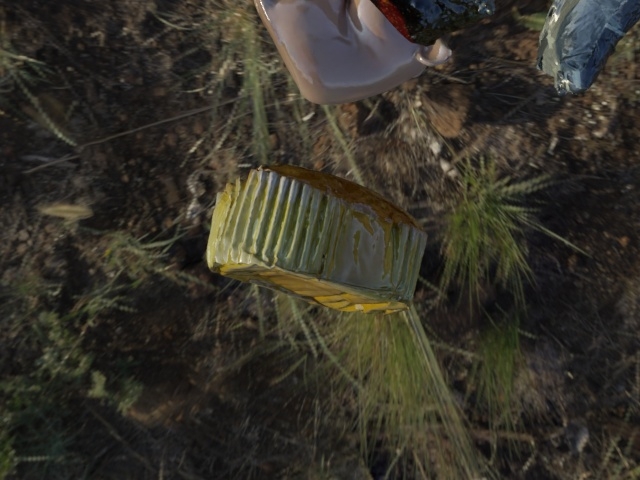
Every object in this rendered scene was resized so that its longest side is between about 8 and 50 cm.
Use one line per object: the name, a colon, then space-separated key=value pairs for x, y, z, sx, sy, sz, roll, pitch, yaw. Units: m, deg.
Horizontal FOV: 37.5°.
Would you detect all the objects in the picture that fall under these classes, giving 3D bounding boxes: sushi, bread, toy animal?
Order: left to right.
bread: x=0.000 y=0.000 z=1.058 sx=0.250 sy=0.179 sz=0.133 roll=17 pitch=80 yaw=-27
toy animal: x=0.046 y=-0.325 z=1.472 sx=0.256 sy=0.195 sz=0.212 roll=-17 pitch=97 yaw=0
sushi: x=0.103 y=-0.328 z=1.041 sx=0.126 sy=0.136 sz=0.225 roll=-24 pitch=130 yaw=33

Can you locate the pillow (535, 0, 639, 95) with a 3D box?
pillow: x=0.481 y=-0.399 z=1.580 sx=0.335 sy=0.093 sz=0.161 roll=-56 pitch=46 yaw=30
